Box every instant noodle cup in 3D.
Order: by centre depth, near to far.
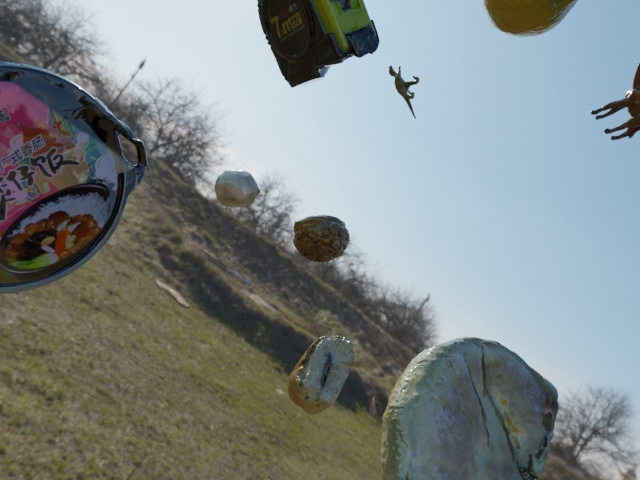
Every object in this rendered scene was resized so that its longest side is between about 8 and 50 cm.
[{"bbox_3d":[-0.392,-0.089,0.574,0.181,0.259,0.302,26,27,34],"label":"instant noodle cup"}]

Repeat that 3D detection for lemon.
[{"bbox_3d":[0.548,-0.649,1.234,0.228,0.228,0.253,39,-3,-27],"label":"lemon"}]

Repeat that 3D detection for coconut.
[{"bbox_3d":[-0.226,-0.141,1.335,0.124,0.110,0.110,9,-15,16],"label":"coconut"}]

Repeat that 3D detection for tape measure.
[{"bbox_3d":[-0.010,-0.352,0.745,0.199,0.112,0.186,-2,-62,53],"label":"tape measure"}]

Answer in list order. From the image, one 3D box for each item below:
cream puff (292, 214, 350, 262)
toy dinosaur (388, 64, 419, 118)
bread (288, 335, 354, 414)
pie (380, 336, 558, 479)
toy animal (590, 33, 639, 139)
[{"bbox_3d":[0.000,0.000,1.313,0.165,0.115,0.150,-16,-34,40],"label":"cream puff"},{"bbox_3d":[0.274,-0.499,1.606,0.126,0.039,0.162,34,-39,41],"label":"toy dinosaur"},{"bbox_3d":[-0.005,0.223,0.804,0.082,0.125,0.106,33,-39,-10],"label":"bread"},{"bbox_3d":[0.191,0.267,0.553,0.337,0.338,0.075,36,-40,-9],"label":"pie"},{"bbox_3d":[0.842,-0.408,1.283,0.224,0.229,0.066,53,32,-2],"label":"toy animal"}]
